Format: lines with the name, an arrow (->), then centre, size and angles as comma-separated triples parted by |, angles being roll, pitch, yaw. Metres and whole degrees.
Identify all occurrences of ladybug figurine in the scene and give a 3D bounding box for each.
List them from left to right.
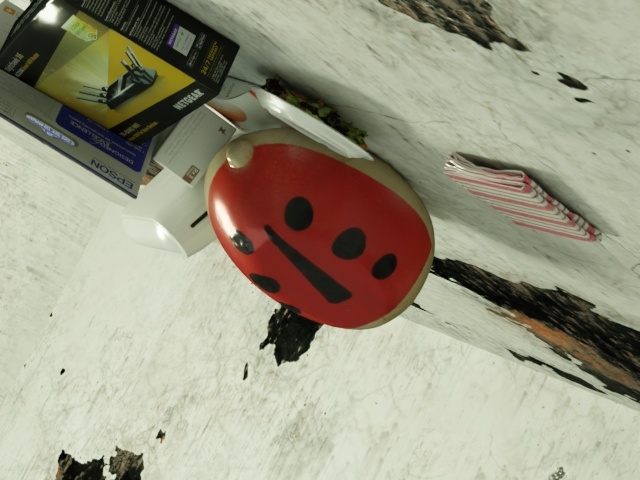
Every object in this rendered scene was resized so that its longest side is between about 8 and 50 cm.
ladybug figurine -> 0.000, 0.000, 1.972 | 0.305, 0.162, 0.449 | -26, 135, 28

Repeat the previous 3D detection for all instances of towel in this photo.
towel -> 0.264, -0.053, 1.683 | 0.197, 0.029, 0.144 | 30, 172, -41

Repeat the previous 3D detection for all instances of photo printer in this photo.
photo printer -> -0.200, -0.084, 2.210 | 0.107, 0.256, 0.307 | 50, 166, -17

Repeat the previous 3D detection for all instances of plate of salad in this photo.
plate of salad -> -0.008, -0.167, 1.755 | 0.200, 0.048, 0.200 | 31, -179, 0

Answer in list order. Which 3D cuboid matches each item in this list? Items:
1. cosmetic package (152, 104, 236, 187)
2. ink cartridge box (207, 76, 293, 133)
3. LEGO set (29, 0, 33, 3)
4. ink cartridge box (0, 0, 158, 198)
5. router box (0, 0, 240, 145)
cosmetic package -> -0.212, -0.163, 2.053 | 0.085, 0.117, 0.231 | 36, 179, -14
ink cartridge box -> -0.084, -0.185, 1.910 | 0.179, 0.045, 0.145 | 24, 173, 37
LEGO set -> -0.473, -0.376, 2.012 | 0.083, 0.023, 0.054 | 30, 172, -19
ink cartridge box -> -0.388, -0.199, 1.927 | 0.303, 0.072, 0.307 | 32, -148, -16
router box -> -0.283, -0.250, 1.757 | 0.243, 0.081, 0.309 | 29, 158, -20
